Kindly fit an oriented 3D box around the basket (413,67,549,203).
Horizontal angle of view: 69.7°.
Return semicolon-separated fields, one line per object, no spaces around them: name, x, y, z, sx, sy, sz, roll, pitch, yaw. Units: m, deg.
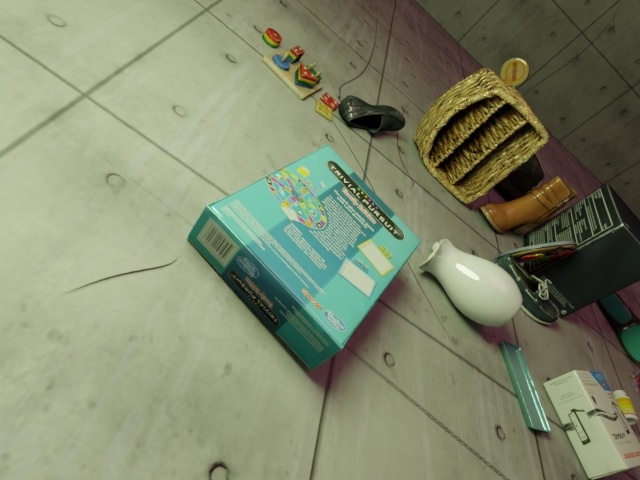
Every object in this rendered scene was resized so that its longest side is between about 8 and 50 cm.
basket;0.425;-0.290;1.279;0.213;0.299;0.223;20;44;-33

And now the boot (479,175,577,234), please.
boot;0.637;-0.111;1.399;0.283;0.220;0.109;15;47;-37

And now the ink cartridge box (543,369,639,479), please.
ink cartridge box;0.601;0.397;1.004;0.148;0.086;0.203;15;46;-38

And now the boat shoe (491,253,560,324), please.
boat shoe;0.550;0.126;1.209;0.254;0.079;0.095;41;37;-9

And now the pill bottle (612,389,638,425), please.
pill bottle;0.796;0.437;1.205;0.043;0.043;0.083;36;38;-16

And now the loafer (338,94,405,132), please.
loafer;0.142;-0.316;1.209;0.223;0.076;0.078;3;60;-39

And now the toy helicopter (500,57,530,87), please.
toy helicopter;0.550;-0.398;1.464;0.235;0.355;0.140;39;32;18

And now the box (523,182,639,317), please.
box;0.784;0.028;1.361;0.183;0.294;0.296;44;36;-5

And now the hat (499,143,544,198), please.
hat;0.736;-0.281;1.703;0.331;0.134;0.331;26;44;-27

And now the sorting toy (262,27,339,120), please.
sorting toy;-0.049;-0.413;1.121;0.274;0.046;0.132;45;36;-5

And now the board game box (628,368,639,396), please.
board game box;1.032;0.470;1.429;0.168;0.033;0.133;25;41;-28

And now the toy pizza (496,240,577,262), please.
toy pizza;0.578;0.038;1.231;0.201;0.201;0.032;3;75;-44

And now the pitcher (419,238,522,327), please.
pitcher;0.323;0.081;0.998;0.207;0.125;0.178;39;20;7

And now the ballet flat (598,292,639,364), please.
ballet flat;1.060;0.299;1.572;0.096;0.095;0.281;32;37;-41

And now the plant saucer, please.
plant saucer;0.428;0.306;0.969;0.067;0.018;0.192;24;43;-29

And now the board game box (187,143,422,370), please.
board game box;0.000;0.000;0.735;0.254;0.079;0.336;47;38;3

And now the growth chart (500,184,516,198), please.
growth chart;0.724;-0.210;1.755;0.237;0.021;0.172;45;36;-4
